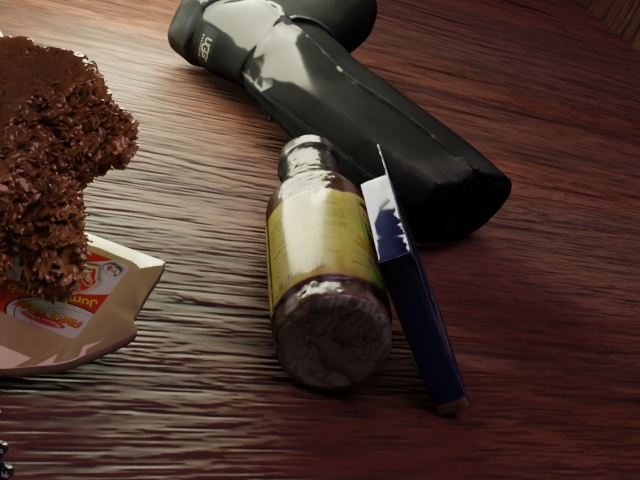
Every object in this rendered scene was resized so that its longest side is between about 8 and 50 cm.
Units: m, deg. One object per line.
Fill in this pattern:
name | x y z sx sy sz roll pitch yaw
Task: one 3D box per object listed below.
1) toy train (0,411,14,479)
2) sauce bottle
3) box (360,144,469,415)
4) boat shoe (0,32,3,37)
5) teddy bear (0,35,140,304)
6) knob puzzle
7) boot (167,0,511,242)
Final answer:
toy train | -0.224 0.149 0.730 0.036 0.027 0.158 -2 38 -26
sauce bottle | 0.000 0.000 1.089 0.111 0.111 0.344 18 30 -16
box | 0.081 0.036 1.022 0.036 0.225 0.136 -18 32 6
boat shoe | -0.395 -0.218 1.127 0.094 0.109 0.302 -4 43 -42
teddy bear | -0.284 -0.028 0.871 0.245 0.113 0.338 7 43 1
knob puzzle | -0.237 0.051 0.878 0.213 0.030 0.213 11 35 -8
boot | 0.075 -0.184 1.427 0.445 0.146 0.367 38 39 29
